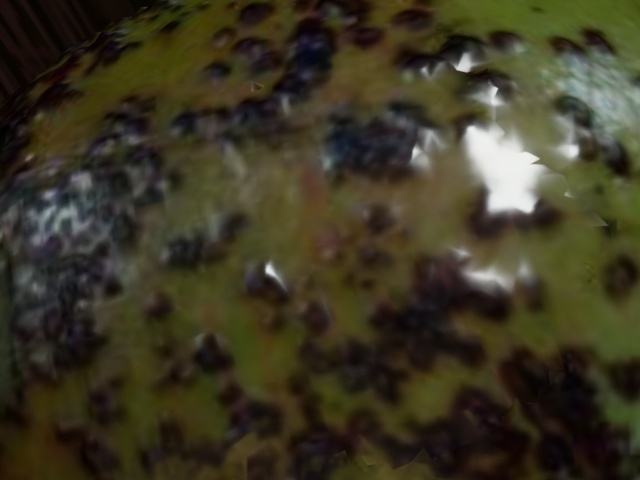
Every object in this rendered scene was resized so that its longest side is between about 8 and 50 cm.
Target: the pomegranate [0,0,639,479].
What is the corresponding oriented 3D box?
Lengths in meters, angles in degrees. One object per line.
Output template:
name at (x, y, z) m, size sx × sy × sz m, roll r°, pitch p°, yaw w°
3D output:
pomegranate at (0.000, 0.000, 0.483) m, size 0.285 × 0.285 × 0.341 m, roll -24°, pitch 71°, yaw 27°
